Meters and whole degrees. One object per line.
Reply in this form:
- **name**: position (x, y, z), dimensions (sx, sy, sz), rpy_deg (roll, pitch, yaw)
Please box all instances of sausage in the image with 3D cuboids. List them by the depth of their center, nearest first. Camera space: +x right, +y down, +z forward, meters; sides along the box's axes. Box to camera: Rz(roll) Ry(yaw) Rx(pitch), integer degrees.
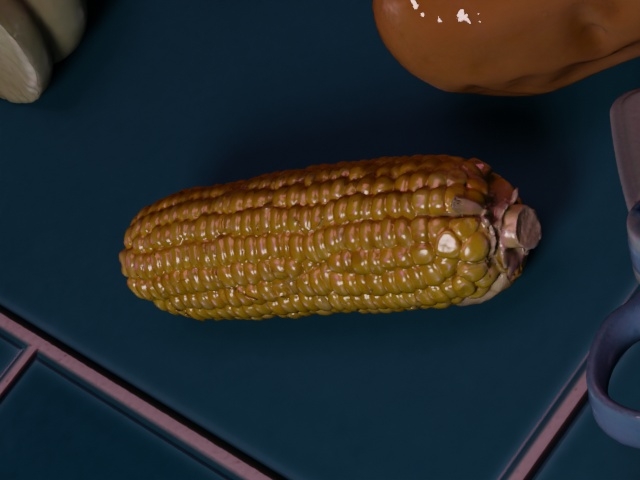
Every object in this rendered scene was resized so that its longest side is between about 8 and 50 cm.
- **sausage**: position (0.138, -0.144, 0.951), dimensions (0.241, 0.136, 0.120), rpy_deg (-16, 60, 21)

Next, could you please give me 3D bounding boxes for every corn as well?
- **corn**: position (0.000, 0.000, 0.973), dimensions (0.238, 0.080, 0.080), rpy_deg (-4, 54, 32)

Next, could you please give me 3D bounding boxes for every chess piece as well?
- **chess piece**: position (-0.157, -0.225, 1.243), dimensions (0.144, 0.144, 0.251), rpy_deg (18, 62, 44)

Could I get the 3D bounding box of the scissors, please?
- **scissors**: position (0.163, 0.001, 0.845), dimensions (0.125, 0.030, 0.256), rpy_deg (-13, 32, 5)
